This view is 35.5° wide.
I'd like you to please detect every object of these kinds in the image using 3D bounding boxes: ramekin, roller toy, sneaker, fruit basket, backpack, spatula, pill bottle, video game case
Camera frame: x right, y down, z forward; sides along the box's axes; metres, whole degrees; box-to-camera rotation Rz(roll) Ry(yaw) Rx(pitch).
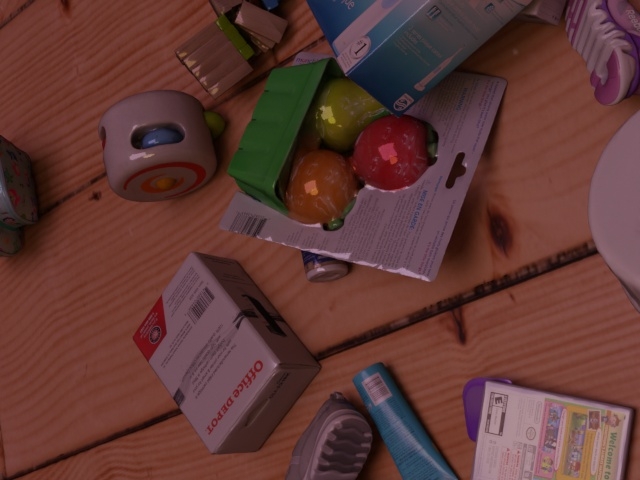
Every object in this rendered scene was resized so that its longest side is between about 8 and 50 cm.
[{"bbox_3d":[0.419,-0.034,1.049,0.277,0.135,0.277,-19,57,32],"label":"ramekin"},{"bbox_3d":[-0.281,-0.153,1.720,0.209,0.191,0.146,-27,68,32],"label":"roller toy"},{"bbox_3d":[0.387,-0.266,1.283,0.095,0.104,0.236,97,168,-51],"label":"sneaker"},{"bbox_3d":[0.060,-0.118,1.464,0.353,0.165,0.327,15,71,21],"label":"fruit basket"},{"bbox_3d":[-0.677,-0.083,2.001,0.191,0.225,0.254,-7,76,6],"label":"backpack"},{"bbox_3d":[0.225,0.334,1.346,0.084,0.030,0.297,-2,82,39],"label":"spatula"},{"bbox_3d":[-0.003,0.357,1.502,0.281,0.105,0.115,-62,19,18],"label":"sneaker"},{"bbox_3d":[0.000,0.000,1.554,0.067,0.067,0.120,-24,69,33],"label":"pill bottle"},{"bbox_3d":[0.290,0.301,1.283,0.193,0.023,0.212,8,88,28],"label":"video game case"}]

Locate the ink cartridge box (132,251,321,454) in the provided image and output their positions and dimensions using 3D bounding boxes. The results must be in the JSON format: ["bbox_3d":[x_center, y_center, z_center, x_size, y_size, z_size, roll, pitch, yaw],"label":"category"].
[{"bbox_3d":[-0.156,0.182,1.618,0.197,0.114,0.273,-54,54,18],"label":"ink cartridge box"}]

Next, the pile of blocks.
[{"bbox_3d":[-0.120,-0.410,1.708,0.362,0.149,0.112,-63,9,1],"label":"pile of blocks"}]

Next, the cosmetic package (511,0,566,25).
[{"bbox_3d":[0.241,-0.366,1.406,0.239,0.060,0.099,23,100,48],"label":"cosmetic package"}]

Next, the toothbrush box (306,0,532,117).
[{"bbox_3d":[0.143,-0.349,1.339,0.295,0.126,0.216,-39,47,19],"label":"toothbrush box"}]

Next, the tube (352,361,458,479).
[{"bbox_3d":[0.117,0.275,1.433,0.080,0.052,0.207,-43,64,30],"label":"tube"}]
